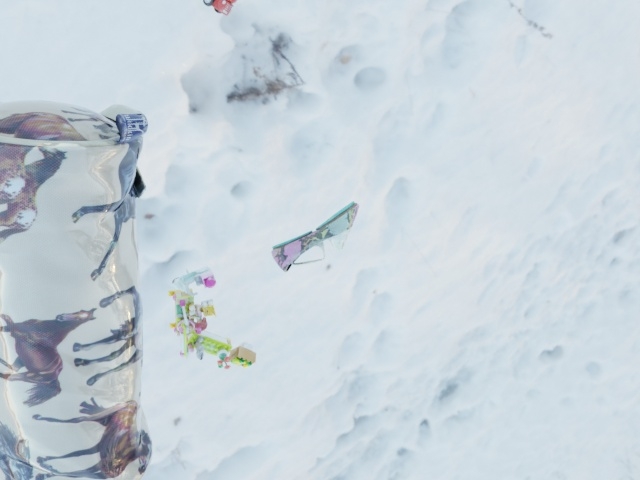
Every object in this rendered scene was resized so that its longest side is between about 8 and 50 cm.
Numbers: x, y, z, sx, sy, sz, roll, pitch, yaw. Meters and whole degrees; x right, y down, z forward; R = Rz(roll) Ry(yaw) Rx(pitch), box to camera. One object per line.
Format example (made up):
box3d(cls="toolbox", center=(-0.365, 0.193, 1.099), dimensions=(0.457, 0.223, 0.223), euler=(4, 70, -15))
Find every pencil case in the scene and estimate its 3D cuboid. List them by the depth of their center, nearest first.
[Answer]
box3d(cls="pencil case", center=(-0.250, 0.067, 0.638), dimensions=(0.183, 0.160, 0.410), euler=(-15, 117, -43))

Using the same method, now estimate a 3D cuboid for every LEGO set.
box3d(cls="LEGO set", center=(-0.220, 0.193, 1.246), dimensions=(0.132, 0.107, 0.287), euler=(-23, 127, -4))

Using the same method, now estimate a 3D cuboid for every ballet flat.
box3d(cls="ballet flat", center=(0.000, 0.000, 1.341), dimensions=(0.221, 0.079, 0.077), euler=(-29, -179, 15))

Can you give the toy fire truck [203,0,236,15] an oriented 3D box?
box3d(cls="toy fire truck", center=(-0.193, -0.476, 1.044), dimensions=(0.135, 0.192, 0.047), euler=(-54, 166, 13))
